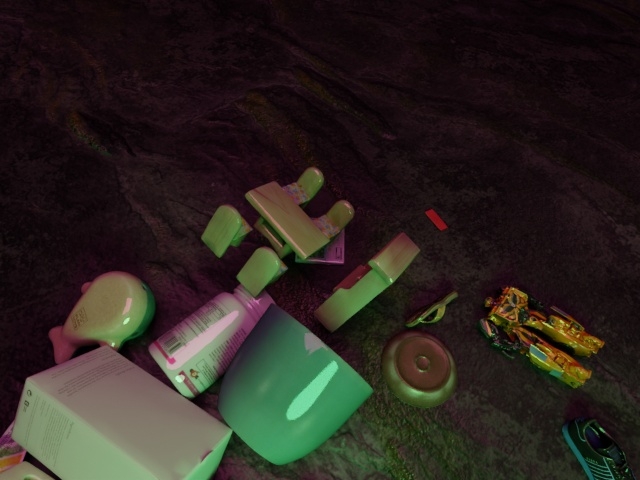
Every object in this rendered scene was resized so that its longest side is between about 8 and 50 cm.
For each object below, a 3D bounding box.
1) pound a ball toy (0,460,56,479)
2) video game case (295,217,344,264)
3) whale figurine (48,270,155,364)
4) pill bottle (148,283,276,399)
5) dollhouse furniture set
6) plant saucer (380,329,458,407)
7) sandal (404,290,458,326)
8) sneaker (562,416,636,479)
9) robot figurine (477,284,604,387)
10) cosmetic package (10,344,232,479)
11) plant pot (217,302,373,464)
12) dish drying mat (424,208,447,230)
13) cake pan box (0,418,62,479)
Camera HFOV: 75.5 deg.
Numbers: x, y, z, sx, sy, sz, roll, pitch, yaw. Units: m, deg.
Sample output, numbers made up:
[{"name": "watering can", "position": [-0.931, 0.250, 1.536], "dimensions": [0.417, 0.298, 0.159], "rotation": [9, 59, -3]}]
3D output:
[{"name": "pound a ball toy", "position": [-0.503, 0.546, 0.725], "dimensions": [0.320, 0.136, 0.208], "rotation": [27, 83, 6]}, {"name": "video game case", "position": [0.000, 0.000, 1.247], "dimensions": [0.143, 0.019, 0.157], "rotation": [4, 57, -1]}, {"name": "whale figurine", "position": [-0.534, 0.198, 1.030], "dimensions": [0.272, 0.141, 0.216], "rotation": [-37, 65, 2]}, {"name": "pill bottle", "position": [-0.244, 0.227, 0.995], "dimensions": [0.283, 0.160, 0.160], "rotation": [-37, 67, -24]}, {"name": "dollhouse furniture set", "position": [-0.003, -0.012, 1.020], "dimensions": [0.394, 0.256, 0.362], "rotation": [47, 39, 7]}, {"name": "plant saucer", "position": [0.254, 0.316, 1.048], "dimensions": [0.199, 0.036, 0.198], "rotation": [1, 57, -2]}, {"name": "sandal", "position": [0.310, 0.193, 1.123], "dimensions": [0.180, 0.072, 0.049], "rotation": [-25, 83, -24]}, {"name": "sneaker", "position": [0.646, 0.508, 0.918], "dimensions": [0.082, 0.090, 0.232], "rotation": [-22, 61, -18]}, {"name": "robot figurine", "position": [0.572, 0.235, 1.095], "dimensions": [0.291, 0.085, 0.211], "rotation": [35, 60, 17]}, {"name": "cosmetic package", "position": [-0.391, 0.386, 0.828], "dimensions": [0.366, 0.197, 0.155], "rotation": [28, 104, 16]}, {"name": "plant pot", "position": [-0.075, 0.317, 0.886], "dimensions": [0.293, 0.293, 0.235], "rotation": [37, 75, 19]}, {"name": "dish drying mat", "position": [0.370, -0.065, 1.324], "dimensions": [0.032, 0.008, 0.083], "rotation": [-24, 61, -19]}, {"name": "cake pan box", "position": [-0.580, 0.518, 0.835], "dimensions": [0.246, 0.070, 0.266], "rotation": [22, 57, 7]}]
